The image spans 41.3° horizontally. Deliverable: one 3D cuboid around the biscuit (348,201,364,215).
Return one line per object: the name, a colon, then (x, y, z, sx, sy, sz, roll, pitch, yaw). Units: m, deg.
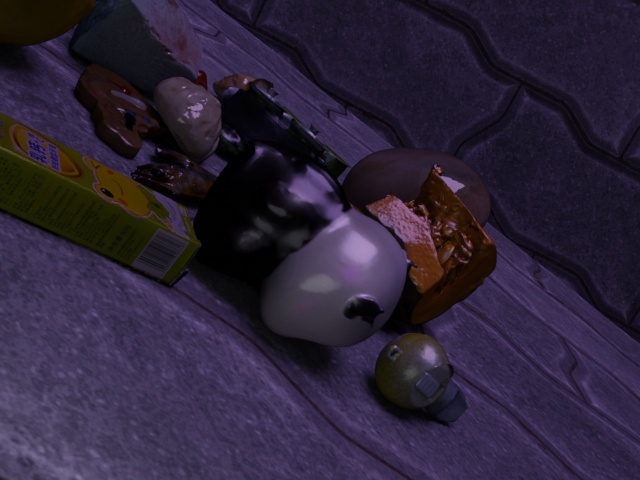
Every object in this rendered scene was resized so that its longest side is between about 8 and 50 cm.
biscuit: (0.001, -0.001, 1.480, 0.274, 0.091, 0.213, 45, 42, 13)

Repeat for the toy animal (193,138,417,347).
toy animal: (-0.020, 0.017, 1.261, 0.310, 0.251, 0.251, 35, 15, 9)

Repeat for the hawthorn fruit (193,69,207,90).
hawthorn fruit: (-0.296, -0.359, 1.940, 0.093, 0.093, 0.093, 36, 16, -12)

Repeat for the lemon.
lemon: (-0.523, -0.481, 1.395, 0.336, 0.336, 0.336, 36, 16, -12)

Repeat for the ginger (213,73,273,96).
ginger: (-0.200, -0.380, 2.204, 0.123, 0.115, 0.193, 25, 2, 11)

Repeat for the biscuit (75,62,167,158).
biscuit: (-0.361, -0.236, 1.543, 0.183, 0.047, 0.320, 31, 19, -20)

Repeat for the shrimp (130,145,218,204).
shrimp: (-0.250, -0.119, 1.457, 0.169, 0.058, 0.296, 39, 10, 26)

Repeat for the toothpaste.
toothpaste: (-0.310, -0.055, 1.088, 0.327, 0.077, 0.110, 29, 19, -33)

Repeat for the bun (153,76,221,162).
bun: (-0.241, -0.242, 1.638, 0.183, 0.102, 0.183, 62, 6, -11)

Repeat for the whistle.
whistle: (0.161, 0.220, 1.341, 0.223, 0.123, 0.123, 44, 9, -40)

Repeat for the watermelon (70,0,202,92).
watermelon: (-0.361, -0.424, 1.784, 0.258, 0.228, 0.387, 45, 6, -9)

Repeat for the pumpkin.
pumpkin: (0.189, 0.020, 1.659, 0.303, 0.256, 0.225, -26, 66, -27)

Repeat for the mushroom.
mushroom: (0.223, -0.068, 2.030, 0.362, 0.294, 0.362, 5, 17, -1)

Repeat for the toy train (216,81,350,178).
toy train: (-0.089, -0.205, 1.855, 0.307, 0.173, 0.249, 44, 8, 18)
